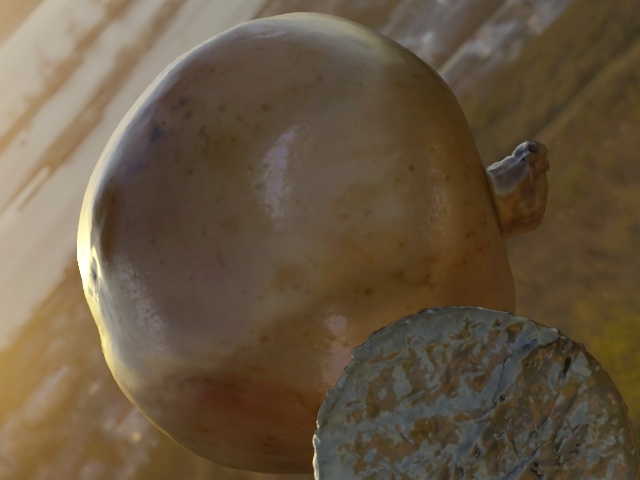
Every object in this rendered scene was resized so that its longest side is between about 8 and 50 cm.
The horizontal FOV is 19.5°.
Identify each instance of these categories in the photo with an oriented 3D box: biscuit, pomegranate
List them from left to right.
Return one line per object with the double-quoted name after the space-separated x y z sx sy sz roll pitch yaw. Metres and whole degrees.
0.000 0.000 1.536 0.411 0.411 0.411 -44 14 14 "pomegranate"
0.100 0.144 1.201 0.220 0.220 0.033 -51 -3 -14 "biscuit"
